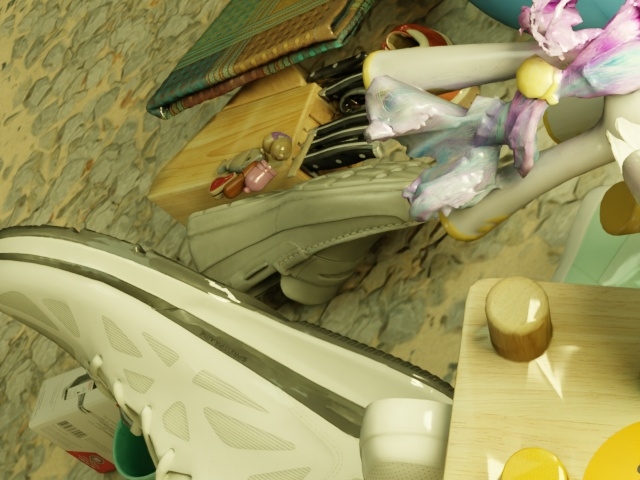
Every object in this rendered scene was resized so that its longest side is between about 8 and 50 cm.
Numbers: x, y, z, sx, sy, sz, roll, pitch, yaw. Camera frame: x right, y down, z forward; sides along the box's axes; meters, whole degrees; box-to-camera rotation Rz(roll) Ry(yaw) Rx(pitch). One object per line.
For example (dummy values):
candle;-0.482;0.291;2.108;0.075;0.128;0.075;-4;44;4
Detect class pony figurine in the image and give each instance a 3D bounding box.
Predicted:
pony figurine;0.201;-0.091;1.034;0.363;0.351;0.303;-13;75;45

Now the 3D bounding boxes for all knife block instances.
knife block;-0.025;-0.069;1.738;0.276;0.088;0.242;-45;32;11

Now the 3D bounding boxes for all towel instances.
towel;-0.002;-0.268;1.856;0.271;0.040;0.370;-18;28;42

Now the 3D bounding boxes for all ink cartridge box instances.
ink cartridge box;-0.191;0.161;1.713;0.135;0.099;0.056;-21;42;38

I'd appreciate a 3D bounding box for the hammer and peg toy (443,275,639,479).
hammer and peg toy;0.244;0.158;0.991;0.361;0.127;0.266;5;69;12

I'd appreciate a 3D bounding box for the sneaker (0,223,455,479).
sneaker;-0.119;0.162;1.423;0.447;0.169;0.257;21;78;21

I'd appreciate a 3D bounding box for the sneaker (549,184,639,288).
sneaker;0.229;0.064;1.281;0.151;0.094;0.256;-6;55;46

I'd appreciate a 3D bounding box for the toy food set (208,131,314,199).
toy food set;-0.064;-0.068;1.672;0.122;0.019;0.078;-18;35;40

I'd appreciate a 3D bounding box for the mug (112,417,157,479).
mug;-0.096;0.162;1.593;0.158;0.097;0.129;-58;32;-10

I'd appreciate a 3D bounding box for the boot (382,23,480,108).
boot;0.088;-0.180;1.711;0.059;0.084;0.158;-50;30;7

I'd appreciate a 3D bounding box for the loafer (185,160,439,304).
loafer;0.000;0.000;1.634;0.319;0.112;0.111;-14;93;52

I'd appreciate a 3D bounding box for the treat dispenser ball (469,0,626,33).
treat dispenser ball;0.214;-0.306;1.481;0.288;0.288;0.288;-32;37;29

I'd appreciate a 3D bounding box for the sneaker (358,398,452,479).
sneaker;0.076;0.226;1.177;0.108;0.292;0.169;5;62;17
